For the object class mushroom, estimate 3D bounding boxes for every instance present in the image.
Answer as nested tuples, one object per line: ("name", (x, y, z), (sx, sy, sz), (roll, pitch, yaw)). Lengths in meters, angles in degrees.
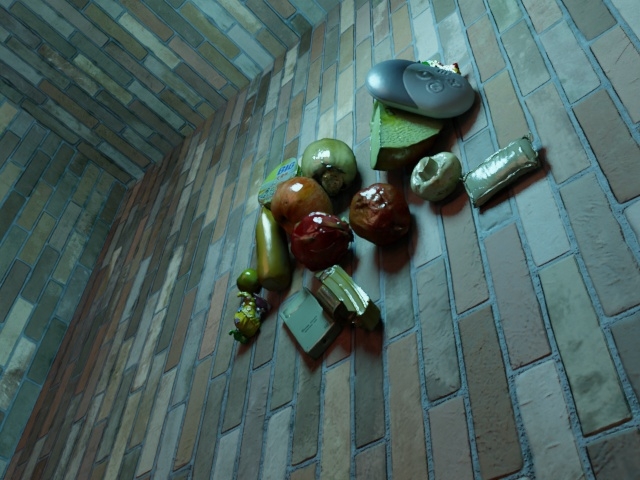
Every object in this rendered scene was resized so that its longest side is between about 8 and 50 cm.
("mushroom", (0.309, -0.173, 1.754), (0.148, 0.112, 0.148), (-45, 26, 29))

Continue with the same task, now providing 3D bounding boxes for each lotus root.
("lotus root", (0.023, -0.265, 2.206), (0.183, 0.183, 0.310), (-43, 25, 13))

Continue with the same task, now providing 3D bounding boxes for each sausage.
("sausage", (-0.160, 0.009, 2.137), (0.112, 0.112, 0.328), (-32, 50, 31))

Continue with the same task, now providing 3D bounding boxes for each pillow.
("pillow", (0.445, -0.174, 1.617), (0.208, 0.053, 0.119), (-35, 35, 26))

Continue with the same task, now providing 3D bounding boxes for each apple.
("apple", (-0.059, -0.095, 2.091), (0.164, 0.209, 0.209), (-44, 22, -30))
("apple", (0.234, -0.322, 1.968), (0.254, 0.179, 0.346), (-37, 29, 27))
("apple", (-0.241, 0.138, 2.211), (0.089, 0.074, 0.089), (-48, 7, 8))

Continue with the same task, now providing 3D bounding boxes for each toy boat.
("toy boat", (0.060, 0.158, 1.731), (0.115, 0.089, 0.310), (-40, 28, -2))

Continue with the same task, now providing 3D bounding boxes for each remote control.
("remote control", (-0.034, 0.225, 1.851), (0.123, 0.038, 0.285), (-49, 26, -2))
("remote control", (0.296, -0.456, 1.964), (0.332, 0.103, 0.221), (17, 45, 14))

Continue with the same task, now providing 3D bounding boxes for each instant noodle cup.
("instant noodle cup", (-0.102, -0.161, 2.290), (0.205, 0.153, 0.205), (-33, 32, 25))

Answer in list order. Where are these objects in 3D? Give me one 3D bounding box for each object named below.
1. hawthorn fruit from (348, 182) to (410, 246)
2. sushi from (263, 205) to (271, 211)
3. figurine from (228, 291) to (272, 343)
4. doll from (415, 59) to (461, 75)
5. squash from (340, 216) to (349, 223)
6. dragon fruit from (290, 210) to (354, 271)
("hawthorn fruit", (0.158, -0.069, 1.798), (0.173, 0.173, 0.179), (-32, 32, 31))
("sushi", (-0.157, -0.172, 2.448), (0.078, 0.090, 0.150), (-29, 36, 40))
("figurine", (-0.238, 0.236, 2.047), (0.156, 0.115, 0.095), (-57, 18, -8))
("doll", (0.359, -0.511, 2.098), (0.186, 0.106, 0.134), (7, 75, 38))
("squash", (0.050, -0.040, 2.052), (0.083, 0.027, 0.027), (-39, 30, 21))
("dragon fruit", (0.000, 0.000, 1.932), (0.209, 0.172, 0.172), (-37, 30, 39))
